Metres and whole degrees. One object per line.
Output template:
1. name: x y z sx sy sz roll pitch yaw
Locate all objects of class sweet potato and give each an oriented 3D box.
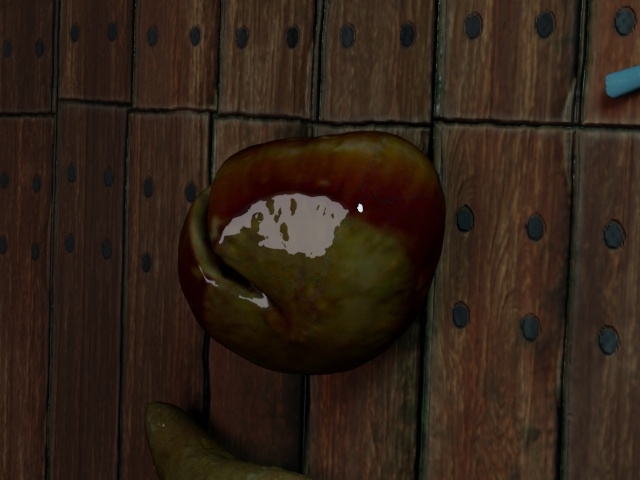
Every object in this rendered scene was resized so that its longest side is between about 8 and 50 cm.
1. sweet potato: -0.079 0.254 1.562 0.341 0.092 0.114 16 87 49

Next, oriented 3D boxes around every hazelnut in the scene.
1. hazelnut: 0.000 0.000 1.388 0.251 0.217 0.217 -33 66 36

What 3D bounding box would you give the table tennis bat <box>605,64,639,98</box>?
1. table tennis bat: 0.275 -0.135 1.172 0.155 0.019 0.100 -16 80 48
